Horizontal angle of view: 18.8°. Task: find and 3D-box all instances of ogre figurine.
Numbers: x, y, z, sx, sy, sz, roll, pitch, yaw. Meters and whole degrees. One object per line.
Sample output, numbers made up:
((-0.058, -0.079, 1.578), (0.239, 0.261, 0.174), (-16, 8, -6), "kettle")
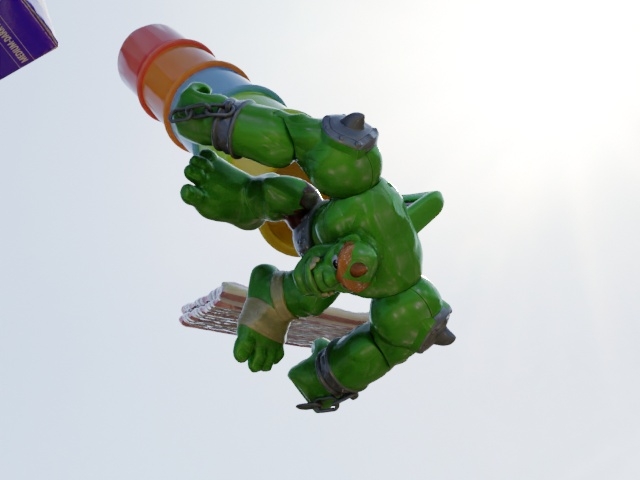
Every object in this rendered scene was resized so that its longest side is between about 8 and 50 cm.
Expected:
((0.000, 0.000, 1.049), (0.118, 0.197, 0.097), (-11, 2, 36), "ogre figurine")

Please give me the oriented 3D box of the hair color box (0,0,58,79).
((-0.414, -0.171, 1.709), (0.339, 0.185, 0.110), (-30, -48, 6), "hair color box")

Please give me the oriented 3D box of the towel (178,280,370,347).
((-0.030, 0.059, 1.562), (0.144, 0.029, 0.197), (10, -10, -13), "towel")

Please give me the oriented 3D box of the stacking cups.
((-0.078, -0.087, 1.502), (0.096, 0.316, 0.096), (-13, -62, -26), "stacking cups")
